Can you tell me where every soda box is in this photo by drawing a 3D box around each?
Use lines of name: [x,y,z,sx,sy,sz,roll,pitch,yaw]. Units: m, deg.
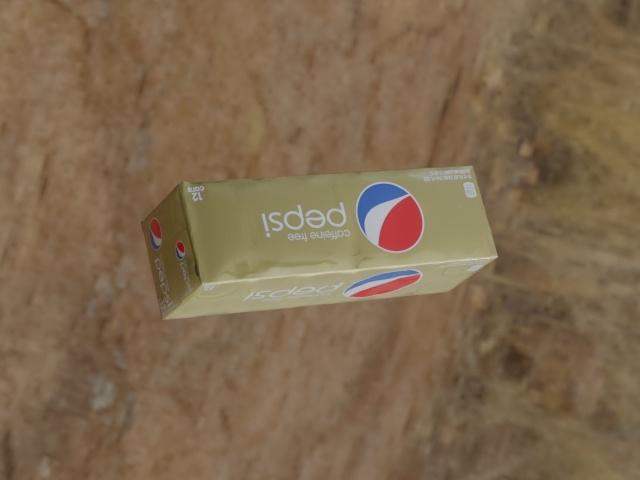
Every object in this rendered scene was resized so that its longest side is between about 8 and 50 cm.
soda box: [0.000,0.000,0.951,0.181,0.061,0.058,-5,72,-28]
